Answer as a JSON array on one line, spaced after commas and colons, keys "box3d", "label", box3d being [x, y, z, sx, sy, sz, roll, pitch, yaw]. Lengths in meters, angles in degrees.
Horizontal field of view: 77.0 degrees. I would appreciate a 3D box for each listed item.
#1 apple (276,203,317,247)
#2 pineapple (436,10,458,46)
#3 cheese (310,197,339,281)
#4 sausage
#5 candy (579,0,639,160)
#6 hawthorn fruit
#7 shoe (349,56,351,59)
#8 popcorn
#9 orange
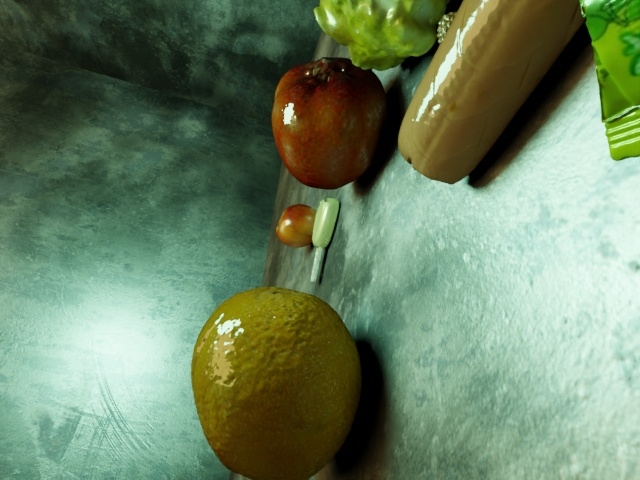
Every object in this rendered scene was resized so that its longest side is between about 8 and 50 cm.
[{"box3d": [-0.082, -0.052, 1.422, 0.163, 0.139, 0.164, -169, 90, -78], "label": "apple"}, {"box3d": [0.206, -0.295, 0.645, 0.058, 0.058, 0.125, -167, 89, -77], "label": "pineapple"}, {"box3d": [0.000, 0.000, 1.225, 0.127, 0.050, 0.256, -178, 101, -76], "label": "cheese"}, {"box3d": [0.192, -0.199, 0.473, 0.304, 0.121, 0.121, 115, 162, -45], "label": "sausage"}, {"box3d": [0.221, -0.180, 0.256, 0.149, 0.069, 0.247, 166, 92, -78], "label": "candy"}, {"box3d": [0.016, -0.269, 0.951, 0.295, 0.294, 0.312, -109, 31, -66], "label": "hawthorn fruit"}, {"box3d": [0.128, -0.533, 1.196, 0.078, 0.079, 0.195, 56, 135, 22], "label": "shoe"}, {"box3d": [0.115, -0.509, 0.766, 0.292, 0.293, 0.334, -42, -57, -59], "label": "popcorn"}, {"box3d": [-0.080, 0.269, 0.758, 0.322, 0.321, 0.357, -135, 41, -74], "label": "orange"}]
